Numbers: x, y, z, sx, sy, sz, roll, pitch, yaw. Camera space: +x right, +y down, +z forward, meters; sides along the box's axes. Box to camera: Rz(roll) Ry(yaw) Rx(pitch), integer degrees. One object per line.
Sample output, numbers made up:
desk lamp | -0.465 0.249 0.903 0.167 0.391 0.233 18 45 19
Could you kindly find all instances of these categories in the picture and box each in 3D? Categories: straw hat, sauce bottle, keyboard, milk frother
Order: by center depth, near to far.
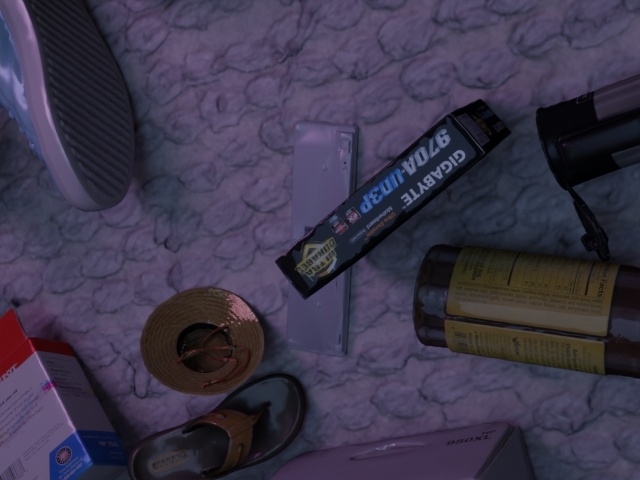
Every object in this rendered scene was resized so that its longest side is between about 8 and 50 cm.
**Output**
milk frother | 0.285 -0.071 0.998 0.135 0.129 0.143 -19 114 26
sauce bottle | 0.265 0.075 1.033 0.344 0.111 0.111 9 104 21
keyboard | 0.000 0.000 1.184 0.072 0.014 0.256 9 103 26
straw hat | -0.129 0.128 1.231 0.144 0.144 0.061 20 150 18

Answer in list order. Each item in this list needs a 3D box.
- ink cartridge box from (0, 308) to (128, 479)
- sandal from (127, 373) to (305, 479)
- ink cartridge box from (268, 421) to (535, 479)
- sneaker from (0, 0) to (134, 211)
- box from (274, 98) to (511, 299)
ink cartridge box | -0.340 0.210 1.298 0.134 0.078 0.231 -41 63 14
sandal | -0.118 0.220 1.215 0.219 0.060 0.090 -21 82 1
ink cartridge box | 0.108 0.417 1.135 0.286 0.166 0.394 -15 94 25
sneaker | -0.328 -0.190 1.228 0.150 0.135 0.365 -24 82 33
box | 0.073 -0.043 1.045 0.220 0.175 0.051 -40 87 20
